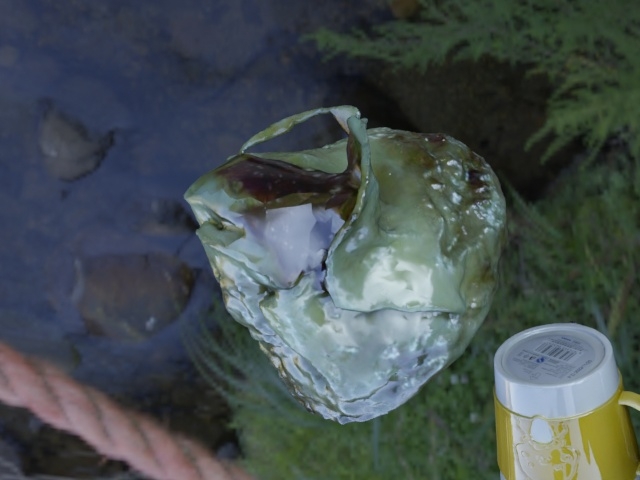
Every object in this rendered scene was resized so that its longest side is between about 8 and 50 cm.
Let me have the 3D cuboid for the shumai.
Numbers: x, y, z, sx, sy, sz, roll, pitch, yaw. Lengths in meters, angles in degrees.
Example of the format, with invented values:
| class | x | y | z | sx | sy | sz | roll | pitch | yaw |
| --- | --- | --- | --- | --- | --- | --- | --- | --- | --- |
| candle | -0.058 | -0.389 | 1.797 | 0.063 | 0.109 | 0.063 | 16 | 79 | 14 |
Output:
| class | x | y | z | sx | sy | sz | roll | pitch | yaw |
| --- | --- | --- | --- | --- | --- | --- | --- | --- | --- |
| shumai | 0.000 | 0.000 | 1.544 | 0.395 | 0.395 | 0.348 | -30 | 137 | 32 |

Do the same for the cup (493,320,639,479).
| class | x | y | z | sx | sy | sz | roll | pitch | yaw |
| --- | --- | --- | --- | --- | --- | --- | --- | --- | --- |
| cup | 0.328 | 0.234 | 1.565 | 0.241 | 0.185 | 0.226 | 0 | 118 | 28 |
